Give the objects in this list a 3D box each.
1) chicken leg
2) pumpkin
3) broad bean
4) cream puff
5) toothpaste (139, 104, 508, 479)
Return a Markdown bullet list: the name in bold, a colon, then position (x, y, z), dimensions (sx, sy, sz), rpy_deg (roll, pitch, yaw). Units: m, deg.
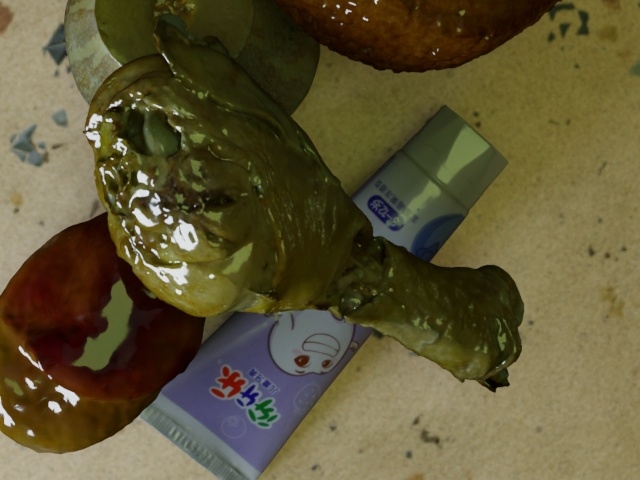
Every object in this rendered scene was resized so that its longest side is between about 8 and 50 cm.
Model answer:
- **chicken leg**: position (0.000, 0.000, 1.543), dimensions (0.429, 0.153, 0.201), rpy_deg (29, 60, -21)
- **pumpkin**: position (-0.103, -0.173, 1.599), dimensions (0.217, 0.110, 0.217), rpy_deg (0, 95, -5)
- **broad bean**: position (-0.184, 0.071, 1.597), dimensions (0.156, 0.122, 0.228), rpy_deg (45, 83, -15)
- **cream puff**: position (0.054, -0.273, 1.556), dimensions (0.303, 0.212, 0.303), rpy_deg (6, 77, -25)
- **toothpaste**: position (0.010, 0.047, 1.667), dimensions (0.125, 0.080, 0.371), rpy_deg (41, 94, -17)
